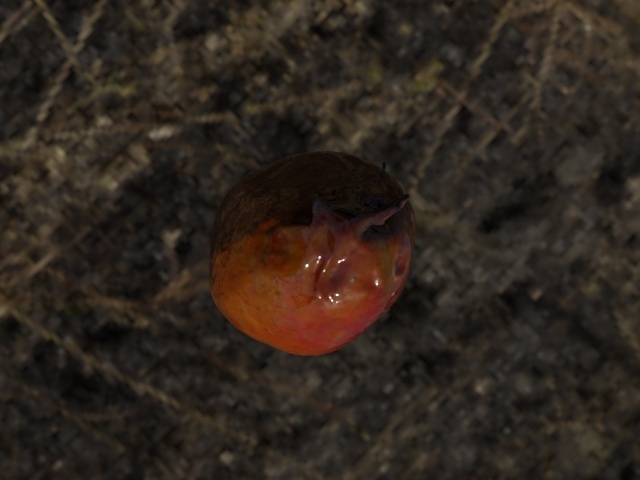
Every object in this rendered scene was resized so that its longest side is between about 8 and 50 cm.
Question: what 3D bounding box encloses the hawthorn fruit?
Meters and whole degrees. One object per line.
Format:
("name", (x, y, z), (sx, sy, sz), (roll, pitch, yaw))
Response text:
("hawthorn fruit", (0.000, 0.000, 0.606), (0.081, 0.081, 0.093), (-36, 174, -24))
